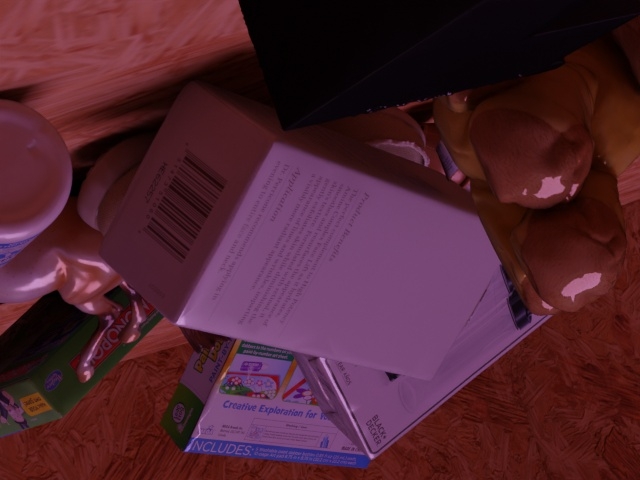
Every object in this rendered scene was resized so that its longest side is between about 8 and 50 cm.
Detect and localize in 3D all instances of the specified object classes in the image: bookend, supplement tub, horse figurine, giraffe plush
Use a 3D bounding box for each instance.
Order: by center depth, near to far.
[{"bbox_3d":[0.073,-0.113,0.621,0.156,0.072,0.157,-16,174,-32],"label":"bookend"},{"bbox_3d":[-0.168,-0.023,0.773,0.071,0.071,0.107,-15,174,-26],"label":"supplement tub"},{"bbox_3d":[0.151,-0.074,0.818,0.170,0.181,0.210,-25,-168,0],"label":"giraffe plush"},{"bbox_3d":[-0.189,0.029,1.001,0.263,0.066,0.174,-5,138,-15],"label":"horse figurine"}]

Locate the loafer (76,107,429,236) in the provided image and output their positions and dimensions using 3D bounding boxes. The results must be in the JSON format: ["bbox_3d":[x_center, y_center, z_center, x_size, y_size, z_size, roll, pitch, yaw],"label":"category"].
[{"bbox_3d":[-0.028,-0.023,1.003,0.268,0.092,0.102,-13,150,-38],"label":"loafer"}]

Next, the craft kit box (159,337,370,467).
[{"bbox_3d":[-0.003,0.102,1.539,0.250,0.061,0.247,13,111,-42],"label":"craft kit box"}]

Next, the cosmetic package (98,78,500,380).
[{"bbox_3d":[0.000,0.000,0.902,0.231,0.085,0.117,18,106,-49],"label":"cosmetic package"}]

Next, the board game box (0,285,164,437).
[{"bbox_3d":[-0.237,0.094,1.403,0.213,0.046,0.317,-47,-166,-32],"label":"board game box"}]

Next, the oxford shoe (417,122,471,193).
[{"bbox_3d":[0.053,-0.061,1.256,0.076,0.076,0.212,20,161,-25],"label":"oxford shoe"}]

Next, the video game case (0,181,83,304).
[{"bbox_3d":[-0.208,0.005,1.155,0.248,0.035,0.275,-17,174,-6],"label":"video game case"}]

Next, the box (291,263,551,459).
[{"bbox_3d":[0.112,0.054,1.499,0.290,0.169,0.087,-37,-136,-12],"label":"box"}]
